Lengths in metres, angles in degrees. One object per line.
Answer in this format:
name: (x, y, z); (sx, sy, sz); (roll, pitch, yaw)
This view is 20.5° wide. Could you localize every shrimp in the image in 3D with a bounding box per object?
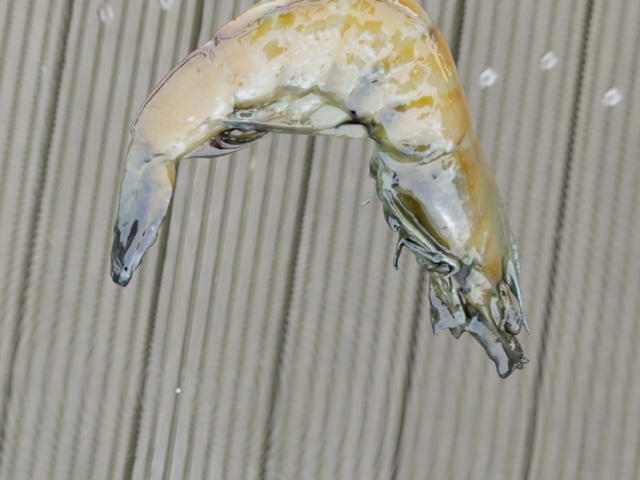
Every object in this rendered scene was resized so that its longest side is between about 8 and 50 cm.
shrimp: (0.000, 0.000, 0.888); (0.198, 0.051, 0.262); (-28, 123, 0)
